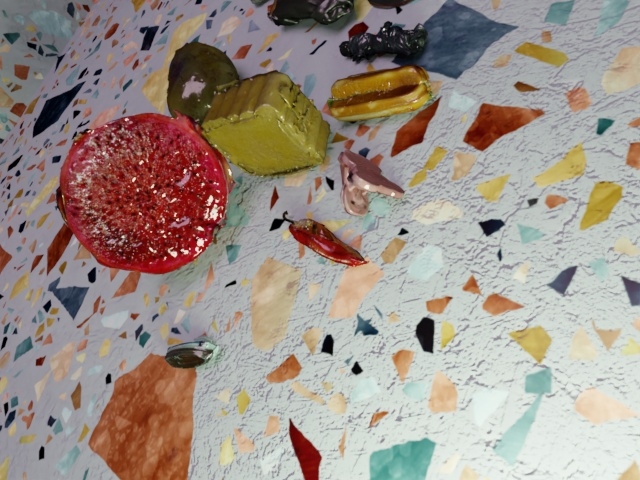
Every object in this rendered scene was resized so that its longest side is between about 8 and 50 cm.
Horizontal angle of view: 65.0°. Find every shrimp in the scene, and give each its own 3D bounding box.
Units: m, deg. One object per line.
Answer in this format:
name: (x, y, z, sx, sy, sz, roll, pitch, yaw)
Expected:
shrimp: (-0.163, -0.720, 1.522, 0.161, 0.049, 0.166, -8, 69, 32)

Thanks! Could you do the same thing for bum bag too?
bum bag: (-0.024, -0.625, 1.341, 0.142, 0.080, 0.326, -52, 43, -8)

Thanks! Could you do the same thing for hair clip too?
hair clip: (0.088, -0.126, 0.962, 0.102, 0.123, 0.138, -30, 53, 47)

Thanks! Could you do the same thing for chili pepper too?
chili pepper: (0.000, 0.000, 1.001, 0.268, 0.059, 0.050, 32, 125, 40)

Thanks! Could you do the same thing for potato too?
potato: (-0.328, -0.432, 1.397, 0.210, 0.173, 0.307, -33, 53, 23)

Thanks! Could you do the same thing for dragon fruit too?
dragon fruit: (-0.395, -0.119, 1.193, 0.386, 0.371, 0.249, -58, 14, 4)

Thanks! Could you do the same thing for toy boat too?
toy boat: (-0.268, 0.234, 1.071, 0.140, 0.059, 0.066, -15, 32, 32)

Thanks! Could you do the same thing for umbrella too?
umbrella: (0.131, -0.450, 1.134, 0.224, 0.071, 0.080, 14, 47, 46)

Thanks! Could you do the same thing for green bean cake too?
green bean cake: (-0.113, -0.247, 1.101, 0.230, 0.224, 0.131, -6, 60, 33)

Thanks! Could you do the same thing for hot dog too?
hot dog: (0.119, -0.306, 1.063, 0.250, 0.076, 0.104, -1, 85, 41)

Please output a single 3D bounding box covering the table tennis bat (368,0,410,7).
table tennis bat: (0.161, -0.657, 1.251, 0.301, 0.022, 0.173, 30, 86, 42)
